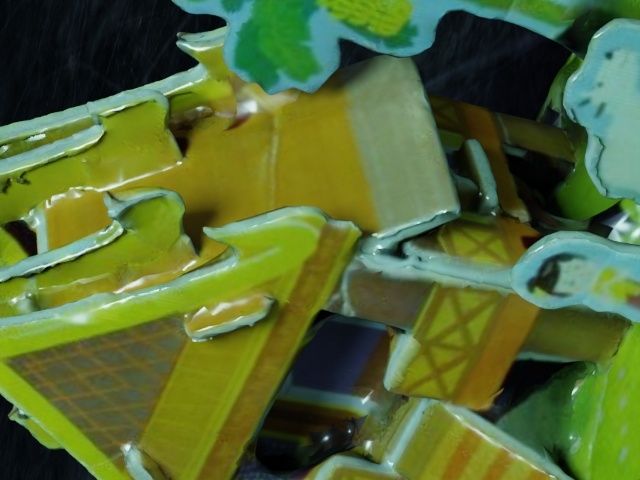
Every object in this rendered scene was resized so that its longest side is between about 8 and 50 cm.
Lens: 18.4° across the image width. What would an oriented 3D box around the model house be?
[{"bbox_3d":[0.000,0.000,0.842,0.242,0.312,0.358,-105,34,-47],"label":"model house"}]
